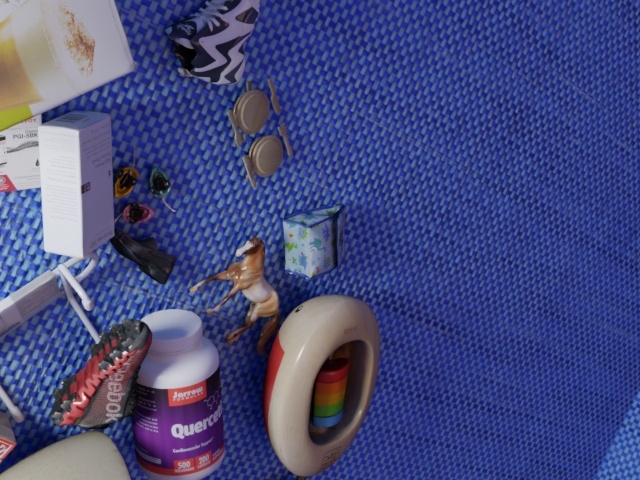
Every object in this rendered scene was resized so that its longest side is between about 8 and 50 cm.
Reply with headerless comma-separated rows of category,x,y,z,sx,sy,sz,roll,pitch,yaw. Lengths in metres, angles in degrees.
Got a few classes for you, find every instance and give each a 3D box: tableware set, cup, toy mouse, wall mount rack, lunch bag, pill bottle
tableware set,-0.128,-0.212,1.969,0.128,0.039,0.194,-43,136,-30
cup,-0.501,0.527,1.813,0.237,0.331,0.331,-3,111,-35
toy mouse,-0.330,-0.085,1.870,0.143,0.031,0.161,24,94,-41
wall mount rack,-0.510,0.182,1.795,0.350,0.130,0.304,-36,166,-19
lunch bag,0.000,0.000,2.128,0.151,0.096,0.128,-22,120,-46
pill bottle,-0.286,0.307,1.977,0.182,0.181,0.322,-17,119,-31

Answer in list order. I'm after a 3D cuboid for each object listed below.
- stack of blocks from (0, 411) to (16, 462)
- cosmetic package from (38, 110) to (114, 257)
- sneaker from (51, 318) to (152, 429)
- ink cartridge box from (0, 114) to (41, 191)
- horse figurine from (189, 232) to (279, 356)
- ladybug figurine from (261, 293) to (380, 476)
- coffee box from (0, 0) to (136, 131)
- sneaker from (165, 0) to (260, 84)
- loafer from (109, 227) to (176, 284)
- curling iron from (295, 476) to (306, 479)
stack of blocks,-0.698,0.335,1.710,0.171,0.087,0.297,-48,132,7
cosmetic package,-0.419,-0.098,1.730,0.117,0.086,0.231,-49,144,-62
sneaker,-0.374,0.253,1.832,0.135,0.097,0.276,29,116,-28
ink cartridge box,-0.521,-0.155,1.675,0.099,0.056,0.135,-11,116,-34
horse figurine,-0.151,0.120,2.078,0.174,0.066,0.263,-38,127,-12
ladybug figurine,-0.013,0.310,2.186,0.305,0.162,0.449,-14,121,-45
coffee box,-0.516,-0.362,1.400,0.334,0.338,0.337,-30,126,-24
sneaker,-0.202,-0.395,1.790,0.153,0.094,0.234,-9,125,-44
loafer,-0.337,0.018,1.897,0.061,0.062,0.170,-57,142,-13
curling iron,-0.018,0.535,2.356,0.068,0.035,0.274,30,73,-25
